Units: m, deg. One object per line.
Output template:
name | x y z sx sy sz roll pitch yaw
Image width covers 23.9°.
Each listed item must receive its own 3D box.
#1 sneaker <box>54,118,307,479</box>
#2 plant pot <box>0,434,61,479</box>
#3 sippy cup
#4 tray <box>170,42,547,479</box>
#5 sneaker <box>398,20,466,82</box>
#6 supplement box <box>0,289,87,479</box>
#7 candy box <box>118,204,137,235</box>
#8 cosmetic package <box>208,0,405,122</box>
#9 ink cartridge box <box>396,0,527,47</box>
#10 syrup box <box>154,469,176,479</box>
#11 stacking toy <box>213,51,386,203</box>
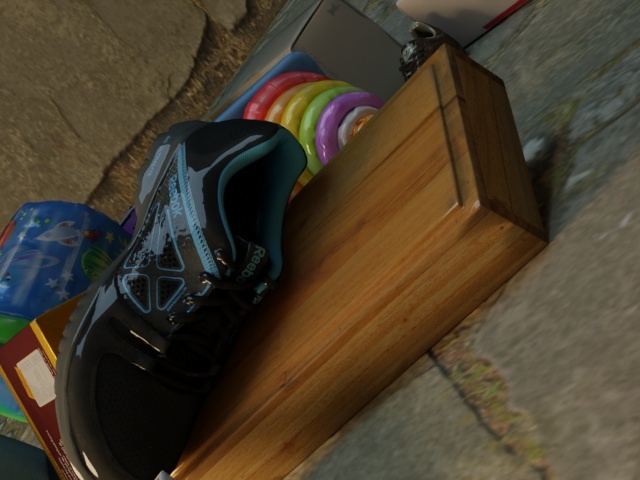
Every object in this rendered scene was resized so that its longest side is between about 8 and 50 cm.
sneaker | -0.113 0.048 1.231 0.139 0.125 0.341 -5 65 47
plant pot | -0.362 0.314 1.591 0.195 0.290 0.290 -17 10 -5
sippy cup | -0.328 0.081 1.847 0.240 0.305 0.224 130 159 -57
tray | 0.003 0.046 1.246 0.411 0.076 0.203 -46 31 30
sneaker | 0.112 -0.183 1.684 0.066 0.071 0.188 -45 13 29
supplement box | -0.205 0.150 1.493 0.129 0.191 0.194 -29 -1 -28
candy box | -0.244 0.079 2.016 0.196 0.165 0.070 -54 10 -11
cosmetic package | -0.014 -0.197 2.008 0.113 0.160 0.309 -57 12 -22
ink cartridge box | 0.213 -0.358 1.764 0.237 0.100 0.172 -58 13 -27
syrup box | -0.107 0.264 1.089 0.096 0.093 0.237 -51 11 5
stacking toy | 0.027 -0.115 1.672 0.175 0.166 0.302 -45 20 -21
